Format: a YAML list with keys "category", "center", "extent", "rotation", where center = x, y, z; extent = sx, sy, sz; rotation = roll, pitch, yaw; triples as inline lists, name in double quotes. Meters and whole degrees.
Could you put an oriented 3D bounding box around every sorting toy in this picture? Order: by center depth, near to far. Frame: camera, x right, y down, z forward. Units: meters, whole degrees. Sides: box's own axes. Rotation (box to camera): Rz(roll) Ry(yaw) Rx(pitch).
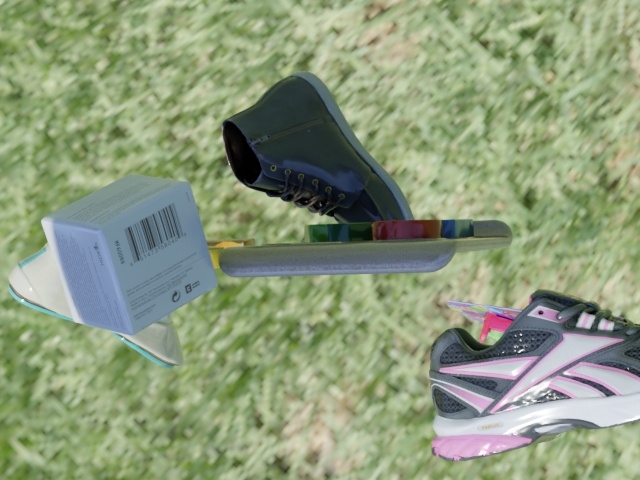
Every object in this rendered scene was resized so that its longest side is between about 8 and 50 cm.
- category: "sorting toy"
  center: [0.000, 0.000, 1.601]
  extent: [0.307, 0.229, 0.041]
  rotation: [-2, 95, 20]

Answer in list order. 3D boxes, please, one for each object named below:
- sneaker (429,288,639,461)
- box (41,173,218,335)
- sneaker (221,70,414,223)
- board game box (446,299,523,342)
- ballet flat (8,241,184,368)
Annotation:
- category: "sneaker"
  center: [0.132, 0.058, 0.892]
  extent: [0.178, 0.072, 0.077]
  rotation: [-15, 83, 15]
- category: "box"
  center: [-0.158, 0.010, 1.483]
  extent: [0.087, 0.101, 0.102]
  rotation: [10, 122, 46]
- category: "sneaker"
  center: [-0.004, -0.046, 1.725]
  extent: [0.222, 0.118, 0.083]
  rotation: [55, 144, 1]
- category: "board game box"
  center: [0.190, 0.093, 1.621]
  extent: [0.168, 0.133, 0.033]
  rotation: [6, 76, 49]
- category: "ballet flat"
  center: [-0.208, 0.061, 1.811]
  extent: [0.086, 0.086, 0.248]
  rotation: [-15, 152, 32]
